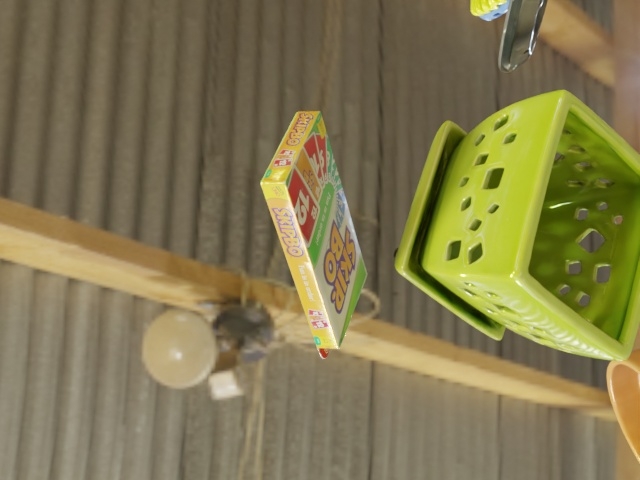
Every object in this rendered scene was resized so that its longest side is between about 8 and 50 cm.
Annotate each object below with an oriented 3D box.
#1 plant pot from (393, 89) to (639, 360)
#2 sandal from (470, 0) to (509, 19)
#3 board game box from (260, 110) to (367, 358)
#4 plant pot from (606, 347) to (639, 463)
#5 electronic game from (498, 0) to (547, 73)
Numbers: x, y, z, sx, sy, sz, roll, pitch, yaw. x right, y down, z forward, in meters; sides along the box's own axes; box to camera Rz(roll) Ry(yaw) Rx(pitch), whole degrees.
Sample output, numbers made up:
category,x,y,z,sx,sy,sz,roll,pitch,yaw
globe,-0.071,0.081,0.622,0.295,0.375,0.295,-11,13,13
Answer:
category,x,y,z,sx,sy,sz,roll,pitch,yaw
plant pot,0.224,-0.010,1.343,0.228,0.207,0.227,34,-114,-38
sandal,0.360,-0.445,1.974,0.138,0.317,0.126,13,-110,-25
board game box,0.000,0.000,1.315,0.124,0.039,0.259,-66,-29,-44
plant pot,0.598,0.266,1.821,0.203,0.291,0.291,-25,-66,-7
electronic game,0.240,-0.303,1.376,0.229,0.048,0.229,16,-90,-80
